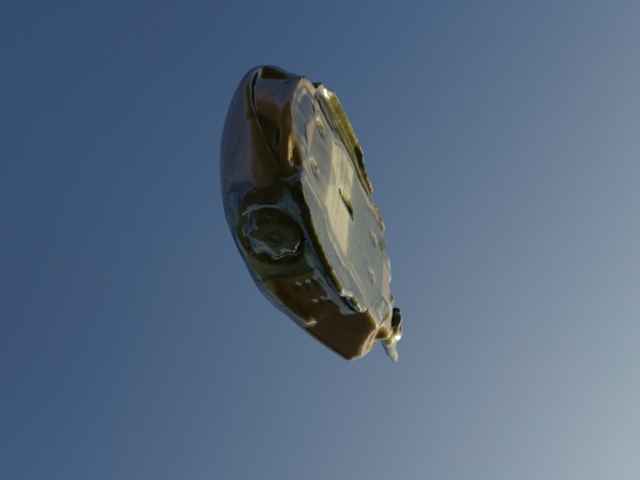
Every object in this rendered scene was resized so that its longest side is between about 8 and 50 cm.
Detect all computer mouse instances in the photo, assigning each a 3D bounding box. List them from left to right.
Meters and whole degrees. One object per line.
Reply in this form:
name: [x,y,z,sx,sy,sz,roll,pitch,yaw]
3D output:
computer mouse: [-0.006,0.000,0.692,0.115,0.199,0.389,-8,-48,22]
